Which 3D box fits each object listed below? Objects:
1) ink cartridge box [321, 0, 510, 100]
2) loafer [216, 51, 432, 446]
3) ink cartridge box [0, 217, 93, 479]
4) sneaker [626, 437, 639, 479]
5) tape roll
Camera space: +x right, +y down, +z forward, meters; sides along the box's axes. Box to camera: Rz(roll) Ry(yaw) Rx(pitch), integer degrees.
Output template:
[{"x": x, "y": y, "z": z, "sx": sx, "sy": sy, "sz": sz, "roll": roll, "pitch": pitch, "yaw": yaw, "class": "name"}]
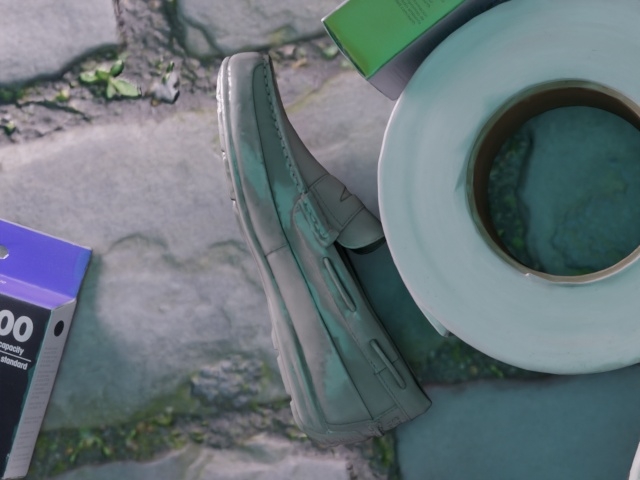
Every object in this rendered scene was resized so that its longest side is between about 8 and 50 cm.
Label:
[{"x": 0.109, "y": -0.201, "z": 1.082, "sx": 0.209, "sy": 0.109, "sz": 0.062, "roll": -38, "pitch": 80, "yaw": 9, "class": "ink cartridge box"}, {"x": 0.000, "y": 0.000, "z": 1.101, "sx": 0.111, "sy": 0.112, "sz": 0.319, "roll": -17, "pitch": 90, "yaw": 7, "class": "loafer"}, {"x": -0.321, "y": 0.074, "z": 1.202, "sx": 0.206, "sy": 0.045, "sz": 0.208, "roll": 16, "pitch": 89, "yaw": 14, "class": "ink cartridge box"}, {"x": 0.324, "y": 0.120, "z": 0.898, "sx": 0.182, "sy": 0.158, "sz": 0.410, "roll": 14, "pitch": 93, "yaw": 59, "class": "sneaker"}, {"x": 0.188, "y": -0.039, "z": 1.057, "sx": 0.286, "sy": 0.100, "sz": 0.286, "roll": -1, "pitch": 87, "yaw": 13, "class": "tape roll"}]
